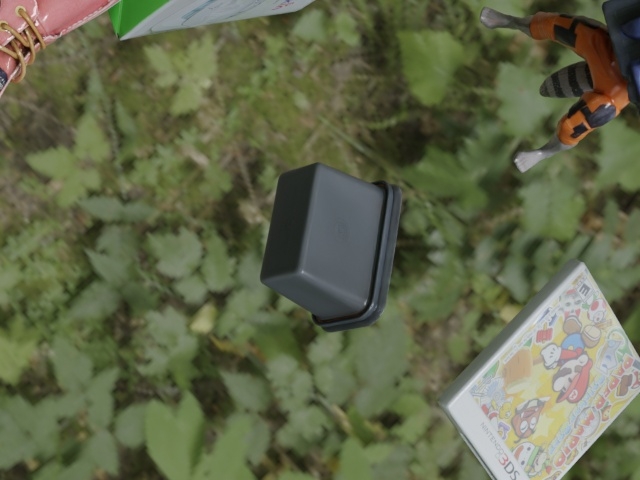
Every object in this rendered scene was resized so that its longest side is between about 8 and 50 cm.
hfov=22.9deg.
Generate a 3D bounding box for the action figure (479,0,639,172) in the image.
[{"bbox_3d":[0.357,-0.261,1.845,0.178,0.330,0.341,12,69,-53],"label":"action figure"}]

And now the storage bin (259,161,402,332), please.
[{"bbox_3d":[0.000,0.000,1.374,0.091,0.098,0.135,27,63,-36],"label":"storage bin"}]

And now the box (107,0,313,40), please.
[{"bbox_3d":[-0.113,-0.342,1.489,0.231,0.126,0.262,-15,85,-39],"label":"box"}]

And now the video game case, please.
[{"bbox_3d":[0.256,0.167,1.771,0.227,0.026,0.206,-45,125,-14],"label":"video game case"}]

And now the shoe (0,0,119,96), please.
[{"bbox_3d":[-0.191,-0.125,0.980,0.178,0.081,0.063,-19,141,16],"label":"shoe"}]
